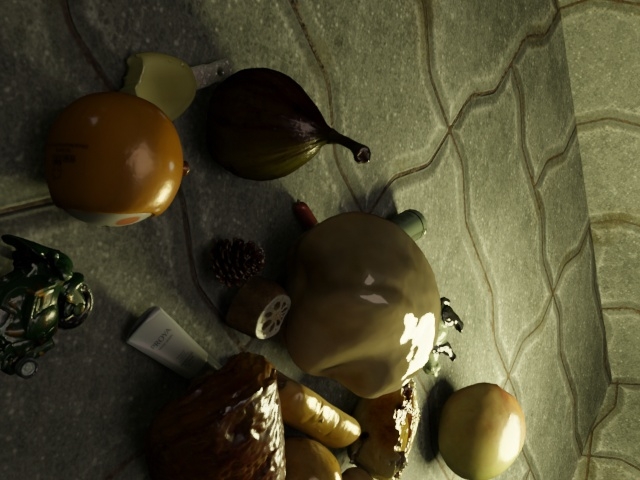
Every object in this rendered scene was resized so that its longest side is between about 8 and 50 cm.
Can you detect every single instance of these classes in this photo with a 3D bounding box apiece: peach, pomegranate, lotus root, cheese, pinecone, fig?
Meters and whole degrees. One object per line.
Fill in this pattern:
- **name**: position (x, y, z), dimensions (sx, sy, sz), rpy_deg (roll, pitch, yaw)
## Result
- **peach**: position (0.487, 0.571, 2.065), dimensions (0.292, 0.247, 0.292), rpy_deg (-20, 125, -31)
- **pomegranate**: position (-0.051, 0.498, 1.444), dimensions (0.196, 0.196, 0.196), rpy_deg (-7, 99, -51)
- **lotus root**: position (-0.123, 0.135, 1.355), dimensions (0.112, 0.081, 0.122), rpy_deg (14, 104, -58)
- **cheese**: position (-0.244, -0.280, 1.207), dimensions (0.255, 0.050, 0.127), rpy_deg (-35, 119, -46)
- **pinecone**: position (-0.157, 0.043, 1.299), dimensions (0.102, 0.109, 0.102), rpy_deg (-3, 94, -51)
- **fig**: position (-0.046, -0.190, 1.249), dimensions (0.217, 0.321, 0.216), rpy_deg (-45, 146, -43)

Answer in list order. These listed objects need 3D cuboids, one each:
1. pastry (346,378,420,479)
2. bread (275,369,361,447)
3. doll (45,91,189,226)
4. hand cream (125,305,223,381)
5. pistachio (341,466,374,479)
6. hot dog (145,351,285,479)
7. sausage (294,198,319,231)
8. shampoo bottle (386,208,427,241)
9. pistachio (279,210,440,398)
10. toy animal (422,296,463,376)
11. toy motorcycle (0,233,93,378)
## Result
- **pastry**: position (0.150, 0.462, 1.704), dimensions (0.236, 0.170, 0.255), rpy_deg (64, 34, -62)
- **bread**: position (-0.029, 0.367, 1.478), dimensions (0.091, 0.142, 0.305), rpy_deg (-54, 135, -9)
- **doll**: position (-0.284, -0.121, 1.040), dimensions (0.236, 0.214, 0.213), rpy_deg (-8, 100, -54)
- **hand cream**: position (-0.248, 0.208, 1.248), dimensions (0.079, 0.048, 0.255), rpy_deg (-54, 136, -15)
- **pistachio**: position (0.051, 0.667, 1.578), dimensions (0.162, 0.182, 0.292), rpy_deg (51, 50, -72)
- **hot dog**: position (-0.169, 0.370, 1.242), dimensions (0.267, 0.174, 0.387), rpy_deg (-27, 131, -33)
- **sausage**: position (0.000, 0.000, 1.560), dimensions (0.034, 0.034, 0.253), rpy_deg (-57, 133, -32)
- **shampoo bottle**: position (0.170, -0.006, 1.734), dimensions (0.262, 0.085, 0.085), rpy_deg (-26, 114, -48)
- **pistachio**: position (0.083, 0.143, 1.480), dimensions (0.365, 0.281, 0.445), rpy_deg (-36, 119, -9)
- **toy animal**: position (0.333, 0.277, 1.967), dimensions (0.121, 0.094, 0.225), rpy_deg (5, 99, -42)
- **toy motorcycle**: position (-0.437, 0.098, 0.944), dimensions (0.275, 0.125, 0.187), rpy_deg (-41, 133, -42)
